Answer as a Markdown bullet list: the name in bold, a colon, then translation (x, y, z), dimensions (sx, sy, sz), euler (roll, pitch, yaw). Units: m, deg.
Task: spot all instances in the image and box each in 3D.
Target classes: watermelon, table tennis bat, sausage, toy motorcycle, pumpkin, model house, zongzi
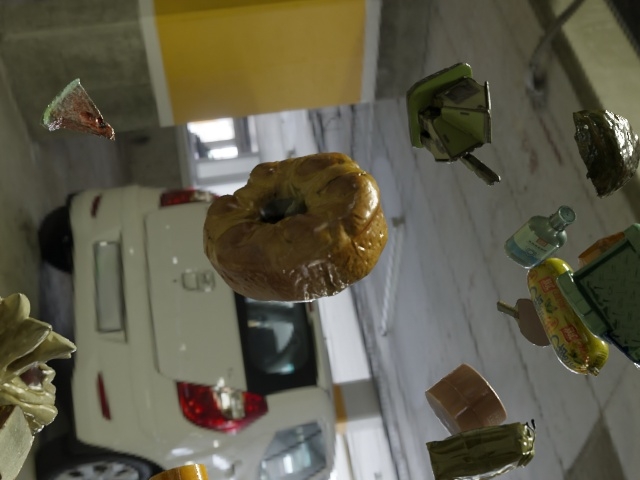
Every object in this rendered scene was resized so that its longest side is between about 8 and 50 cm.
- **watermelon**: translation (-0.523, -0.280, 1.910), dimensions (0.098, 0.158, 0.121), euler (150, -52, -67)
- **table tennis bat**: translation (0.543, 0.207, 2.319), dimensions (0.220, 0.019, 0.130), euler (28, -47, 58)
- **sausage**: translation (0.587, 0.179, 2.089), dimensions (0.123, 0.123, 0.347), euler (90, -11, -50)
- **toy motorcycle**: translation (0.567, 0.145, 1.493), dimensions (0.200, 0.191, 0.326), euler (17, 39, -57)
- **pumpkin**: translation (0.616, -0.153, 1.829), dimensions (0.278, 0.111, 0.163), euler (47, 37, -48)
- **model house**: translation (0.375, -0.280, 2.212), dimensions (0.278, 0.205, 0.218), euler (50, -16, 41)
- **zongzi**: translation (0.326, 0.407, 1.651), dimensions (0.204, 0.205, 0.094), euler (40, 34, -58)

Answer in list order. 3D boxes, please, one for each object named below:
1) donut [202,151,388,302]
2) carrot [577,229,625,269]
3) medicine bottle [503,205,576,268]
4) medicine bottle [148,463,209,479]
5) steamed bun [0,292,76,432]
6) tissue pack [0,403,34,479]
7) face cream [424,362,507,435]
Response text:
- **donut**: translation (-0.045, -0.021, 1.478), dimensions (0.317, 0.299, 0.150), euler (40, -22, 54)
- **carrot**: translation (0.646, 0.013, 1.658), dimensions (0.114, 0.302, 0.114), euler (-20, 90, -86)
- **medicine bottle**: translation (0.469, -0.009, 1.857), dimensions (0.053, 0.090, 0.208), euler (-56, 180, -30)
- **medicine bottle**: translation (-0.216, 0.499, 1.472), dimensions (0.112, 0.149, 0.222), euler (21, 46, -55)
- **steamed bun**: translation (-0.582, 0.169, 1.528), dimensions (0.428, 0.189, 0.247), euler (47, -17, -27)
- **tissue pack**: translation (-0.542, 0.318, 1.224), dimensions (0.183, 0.226, 0.092), euler (-84, 160, -68)
- **face cream**: translation (0.304, 0.347, 1.840), dimensions (0.149, 0.104, 0.149), euler (52, -11, 14)
